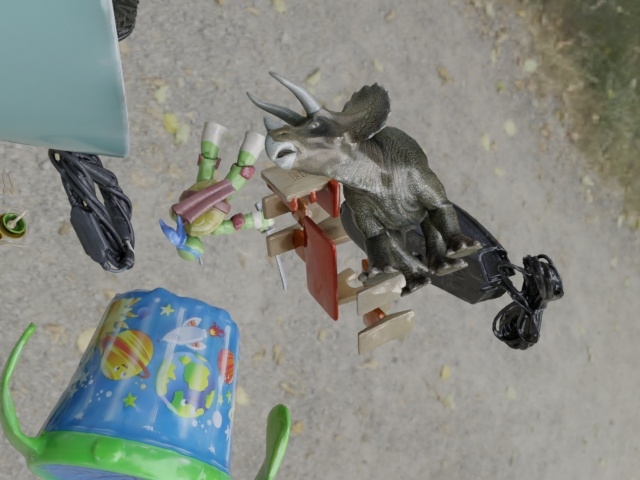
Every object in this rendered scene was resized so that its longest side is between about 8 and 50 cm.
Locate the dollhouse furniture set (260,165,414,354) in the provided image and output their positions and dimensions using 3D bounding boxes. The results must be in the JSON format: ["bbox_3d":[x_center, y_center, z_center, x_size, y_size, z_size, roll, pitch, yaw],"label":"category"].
[{"bbox_3d":[0.000,0.000,1.155,0.135,0.262,0.259,-24,134,-23],"label":"dollhouse furniture set"}]

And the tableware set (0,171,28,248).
[{"bbox_3d":[-0.507,-0.059,1.292,0.104,0.024,0.154,9,51,-45],"label":"tableware set"}]

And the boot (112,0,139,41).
[{"bbox_3d":[-0.437,-0.525,1.607,0.094,0.246,0.207,-39,84,-29],"label":"boot"}]

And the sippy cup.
[{"bbox_3d":[-0.197,0.185,0.985,0.305,0.240,0.224,47,46,-50],"label":"sippy cup"}]

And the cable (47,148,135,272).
[{"bbox_3d":[-0.263,-0.054,0.989,0.150,0.047,0.184,-85,152,-74],"label":"cable"}]

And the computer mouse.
[{"bbox_3d":[0.151,0.009,0.966,0.072,0.272,0.188,-53,162,-25],"label":"computer mouse"}]

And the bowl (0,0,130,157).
[{"bbox_3d":[-0.228,-0.193,0.520,0.163,0.311,0.311,-10,107,-15],"label":"bowl"}]

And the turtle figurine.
[{"bbox_3d":[-0.185,-0.073,1.606,0.275,0.198,0.266,24,79,-39],"label":"turtle figurine"}]

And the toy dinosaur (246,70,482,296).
[{"bbox_3d":[0.064,-0.042,0.725,0.313,0.121,0.160,22,49,-69],"label":"toy dinosaur"}]
